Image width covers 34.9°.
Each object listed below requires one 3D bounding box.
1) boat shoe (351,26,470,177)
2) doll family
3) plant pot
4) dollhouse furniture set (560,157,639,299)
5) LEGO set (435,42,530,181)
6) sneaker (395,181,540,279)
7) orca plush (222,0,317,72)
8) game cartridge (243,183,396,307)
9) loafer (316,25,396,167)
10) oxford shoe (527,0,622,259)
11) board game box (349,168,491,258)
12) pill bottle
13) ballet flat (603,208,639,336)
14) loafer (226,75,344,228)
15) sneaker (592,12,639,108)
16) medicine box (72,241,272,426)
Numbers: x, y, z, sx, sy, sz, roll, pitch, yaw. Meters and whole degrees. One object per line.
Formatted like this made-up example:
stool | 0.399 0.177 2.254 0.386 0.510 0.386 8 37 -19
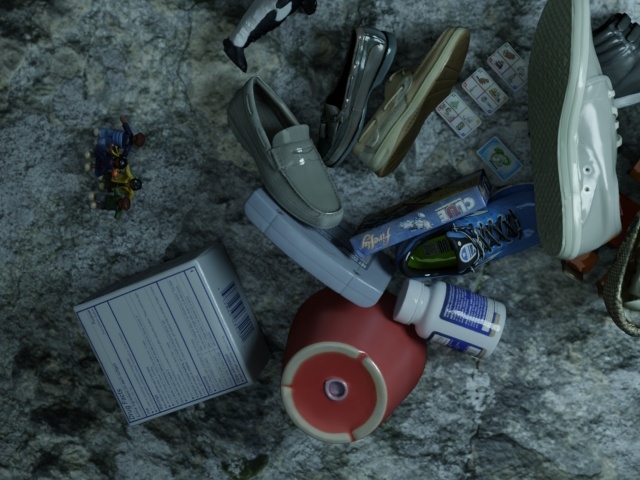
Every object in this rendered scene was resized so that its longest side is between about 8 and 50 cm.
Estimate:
boat shoe | 0.154 -0.257 1.803 0.098 0.109 0.302 39 115 17
doll family | -0.391 -0.140 1.970 0.111 0.076 0.193 6 111 31
plant pot | 0.048 0.237 1.881 0.274 0.243 0.275 3 104 12
dollhouse furniture set | 0.582 0.011 1.756 0.259 0.135 0.262 34 109 3
LEGO set | 0.353 -0.209 1.812 0.244 0.060 0.182 47 121 -1
sneaker | 0.286 0.002 1.812 0.329 0.147 0.130 -22 104 18
orca plush | -0.053 -0.415 1.812 0.102 0.151 0.287 27 108 -28
game cartridge | 0.000 0.000 1.855 0.294 0.196 0.060 38 108 2
loafer | 0.041 -0.260 1.818 0.084 0.096 0.268 13 112 -32
oxford shoe | 0.429 -0.194 1.681 0.130 0.169 0.450 -5 95 -10
board game box | 0.181 -0.049 1.817 0.243 0.165 0.042 -23 98 18
pill bottle | 0.234 0.137 1.865 0.186 0.112 0.112 20 108 -5
ballet flat | 0.582 -0.061 1.597 0.164 0.182 0.483 21 105 7
loafer | -0.060 -0.158 1.819 0.319 0.112 0.111 52 138 20
sneaker | 0.557 -0.320 1.691 0.295 0.104 0.147 -16 105 21
medicine box | -0.287 0.182 1.992 0.289 0.149 0.264 -21 99 17
